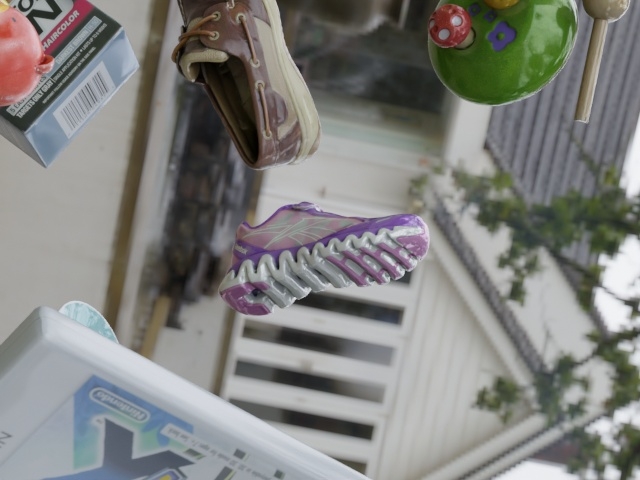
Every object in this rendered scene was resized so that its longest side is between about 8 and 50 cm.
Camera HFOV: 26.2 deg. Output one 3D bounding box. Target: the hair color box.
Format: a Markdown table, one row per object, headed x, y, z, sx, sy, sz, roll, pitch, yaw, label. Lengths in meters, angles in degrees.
| x | y | z | sx | sy | sz | roll | pitch | yaw | label |
| --- | --- | --- | --- | --- | --- | --- | --- | --- | --- |
| -0.436 | -0.281 | 1.760 | 0.185 | 0.374 | 0.113 | -50 | 163 | -13 | hair color box |

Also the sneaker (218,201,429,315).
| x | y | z | sx | sy | sz | roll | pitch | yaw | label |
| --- | --- | --- | --- | --- | --- | --- | --- | --- | --- |
| 0.000 | 0.000 | 1.468 | 0.095 | 0.236 | 0.104 | 50 | 31 | -51 | sneaker |

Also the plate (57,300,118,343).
| x | y | z | sx | sy | sz | roll | pitch | yaw | label |
| --- | --- | --- | --- | --- | --- | --- | --- | --- | --- |
| -0.300 | 0.170 | 1.758 | 0.188 | 0.024 | 0.188 | -17 | 90 | -72 | plate |

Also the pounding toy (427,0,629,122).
| x | y | z | sx | sy | sz | roll | pitch | yaw | label |
| --- | --- | --- | --- | --- | --- | --- | --- | --- | --- |
| 0.213 | -0.250 | 1.566 | 0.110 | 0.237 | 0.183 | 28 | 82 | -57 | pounding toy |

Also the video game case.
| x | y | z | sx | sy | sz | roll | pitch | yaw | label |
| --- | --- | --- | --- | --- | --- | --- | --- | --- | --- |
| -0.149 | 0.216 | 0.945 | 0.300 | 0.329 | 0.036 | -44 | -145 | 20 | video game case |

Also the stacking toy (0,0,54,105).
| x | y | z | sx | sy | sz | roll | pitch | yaw | label |
| --- | --- | --- | --- | --- | --- | --- | --- | --- | --- |
| -0.422 | -0.200 | 1.301 | 0.130 | 0.309 | 0.279 | 33 | -33 | 43 | stacking toy |

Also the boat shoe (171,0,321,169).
| x | y | z | sx | sy | sz | roll | pitch | yaw | label |
| --- | --- | --- | --- | --- | --- | --- | --- | --- | --- |
| -0.123 | -0.244 | 1.747 | 0.123 | 0.123 | 0.342 | -27 | -95 | 46 | boat shoe |
